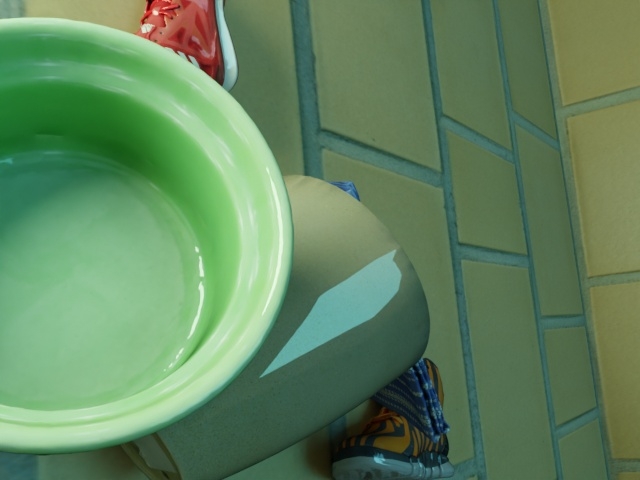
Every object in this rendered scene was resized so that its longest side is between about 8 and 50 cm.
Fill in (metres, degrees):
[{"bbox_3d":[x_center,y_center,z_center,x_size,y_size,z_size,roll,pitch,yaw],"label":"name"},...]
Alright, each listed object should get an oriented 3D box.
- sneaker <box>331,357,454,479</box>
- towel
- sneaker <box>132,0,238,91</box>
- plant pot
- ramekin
[{"bbox_3d":[0.100,0.256,1.022,0.321,0.124,0.180,34,49,-61],"label":"sneaker"},{"bbox_3d":[0.027,0.075,0.870,0.040,0.243,0.336,-29,108,-21],"label":"towel"},{"bbox_3d":[-0.168,-0.265,0.782,0.128,0.087,0.221,-35,109,-56],"label":"sneaker"},{"bbox_3d":[-0.073,0.110,0.699,0.274,0.256,0.257,-38,113,-36],"label":"plant pot"},{"bbox_3d":[-0.184,0.008,0.510,0.303,0.148,0.304,9,63,-18],"label":"ramekin"}]
